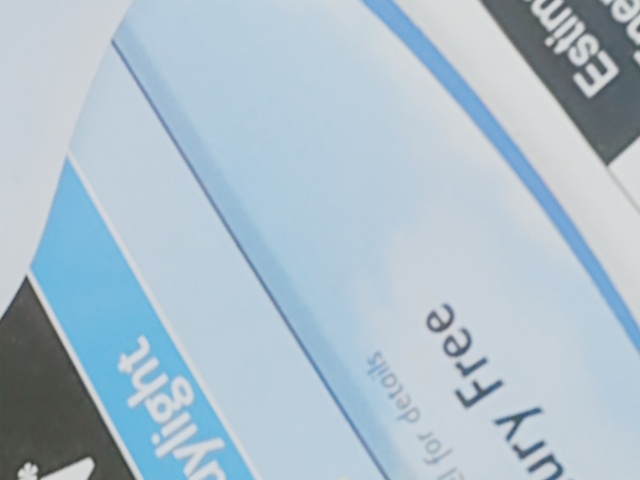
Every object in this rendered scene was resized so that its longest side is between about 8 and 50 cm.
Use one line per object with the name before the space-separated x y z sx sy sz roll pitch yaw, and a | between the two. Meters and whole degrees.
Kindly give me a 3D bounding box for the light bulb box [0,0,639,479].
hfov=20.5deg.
light bulb box | 0.000 0.000 0.491 0.361 0.225 0.358 -44 62 20
